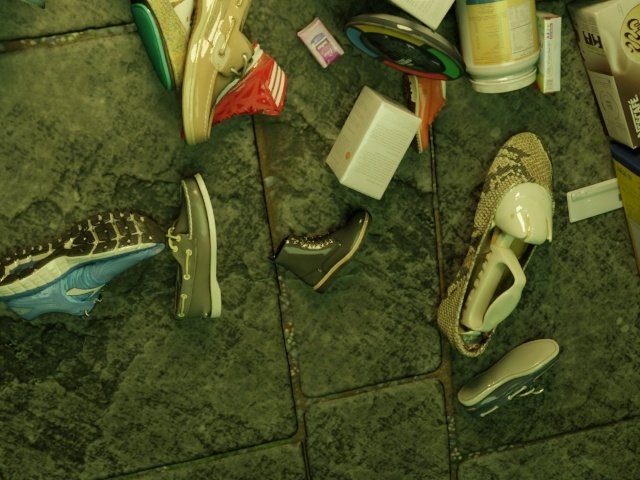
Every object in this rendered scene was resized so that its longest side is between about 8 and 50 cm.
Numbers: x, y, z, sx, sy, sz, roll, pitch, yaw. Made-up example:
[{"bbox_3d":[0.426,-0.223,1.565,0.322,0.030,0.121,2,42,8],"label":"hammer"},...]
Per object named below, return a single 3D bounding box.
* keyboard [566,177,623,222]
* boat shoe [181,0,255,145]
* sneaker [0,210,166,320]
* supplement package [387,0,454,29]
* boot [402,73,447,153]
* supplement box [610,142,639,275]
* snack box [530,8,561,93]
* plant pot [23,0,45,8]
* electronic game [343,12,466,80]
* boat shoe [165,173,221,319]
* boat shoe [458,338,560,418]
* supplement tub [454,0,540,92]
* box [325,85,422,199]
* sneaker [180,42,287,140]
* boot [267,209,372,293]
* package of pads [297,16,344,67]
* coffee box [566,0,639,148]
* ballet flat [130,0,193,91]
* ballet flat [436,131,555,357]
[{"bbox_3d":[0.654,-0.106,1.850,0.256,0.014,0.072,-17,121,-5],"label":"keyboard"},{"bbox_3d":[-0.166,-0.325,1.456,0.110,0.121,0.341,10,91,-7],"label":"boat shoe"},{"bbox_3d":[-0.444,0.056,1.623,0.330,0.130,0.147,-21,129,1],"label":"sneaker"},{"bbox_3d":[0.116,-0.522,1.442,0.262,0.198,0.199,27,105,-22],"label":"supplement package"},{"bbox_3d":[0.209,-0.246,1.662,0.084,0.059,0.158,-10,114,-14],"label":"boot"},{"bbox_3d":[0.767,-0.056,1.783,0.195,0.194,0.356,-25,120,-1],"label":"supplement box"},{"bbox_3d":[0.422,-0.361,1.635,0.037,0.100,0.141,-9,115,-8],"label":"snack box"},{"bbox_3d":[-0.503,-0.563,1.231,0.341,0.341,0.334,21,99,-20],"label":"plant pot"},{"bbox_3d":[0.148,-0.338,1.516,0.229,0.229,0.048,22,87,-21],"label":"electronic game"},{"bbox_3d":[-0.248,0.020,1.644,0.091,0.109,0.305,-8,118,-14],"label":"boat shoe"},{"bbox_3d":[0.435,0.316,1.935,0.254,0.095,0.079,-36,114,6],"label":"boat shoe"},{"bbox_3d":[0.326,-0.386,1.578,0.144,0.144,0.200,-16,116,-6],"label":"supplement tub"},{"bbox_3d":[0.098,-0.186,1.621,0.091,0.130,0.170,21,107,-21],"label":"box"},{"bbox_3d":[-0.147,-0.239,1.568,0.128,0.087,0.221,39,101,-23],"label":"sneaker"},{"bbox_3d":[0.000,0.000,1.715,0.137,0.077,0.198,30,102,-17],"label":"boot"},{"bbox_3d":[0.000,-0.363,1.576,0.050,0.032,0.083,-37,116,8],"label":"package of pads"},{"bbox_3d":[0.617,-0.353,1.672,0.168,0.119,0.297,-27,116,-2],"label":"coffee box"},{"bbox_3d":[-0.281,-0.425,1.448,0.123,0.123,0.348,-25,116,-2],"label":"ballet flat"},{"bbox_3d":[0.379,0.028,1.749,0.164,0.182,0.483,13,109,-17],"label":"ballet flat"}]
